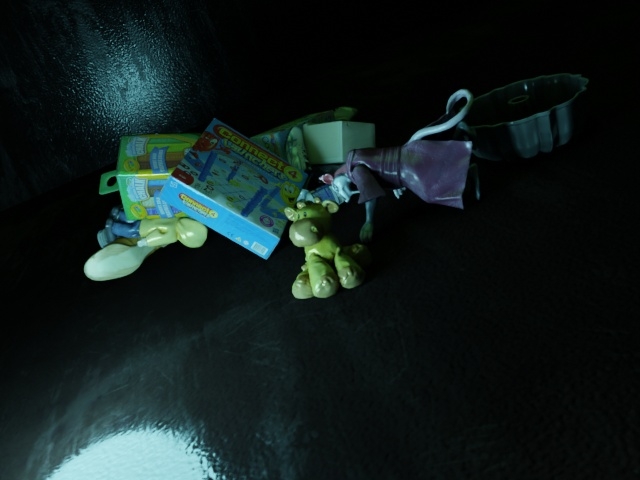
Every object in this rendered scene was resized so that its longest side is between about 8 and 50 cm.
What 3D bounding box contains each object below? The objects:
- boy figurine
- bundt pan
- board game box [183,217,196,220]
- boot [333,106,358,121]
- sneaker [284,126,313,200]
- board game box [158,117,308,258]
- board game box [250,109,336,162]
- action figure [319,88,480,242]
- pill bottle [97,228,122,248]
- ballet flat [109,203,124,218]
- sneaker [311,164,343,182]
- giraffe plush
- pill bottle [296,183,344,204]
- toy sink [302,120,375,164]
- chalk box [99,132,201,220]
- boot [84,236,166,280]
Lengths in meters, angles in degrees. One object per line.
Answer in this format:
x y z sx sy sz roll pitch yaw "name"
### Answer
-0.468 -0.042 1.777 0.285 0.092 0.177 5 40 -3 "boy figurine"
0.514 -0.302 1.539 0.331 0.124 0.331 -20 24 9 "bundt pan"
-0.417 -0.113 2.083 0.160 0.039 0.211 -28 24 -14 "board game box"
0.034 -0.464 2.393 0.213 0.077 0.165 -5 29 25 "boot"
-0.060 -0.233 1.837 0.086 0.237 0.085 -7 -16 20 "sneaker"
-0.213 -0.143 1.590 0.086 0.308 0.302 -52 12 39 "board game box"
-0.077 -0.329 2.064 0.142 0.144 0.275 2 24 45 "board game box"
0.175 -0.169 1.405 0.370 0.275 0.248 -2 33 11 "action figure"
-0.674 -0.019 2.063 0.137 0.078 0.078 -18 23 11 "pill bottle"
-0.669 -0.130 2.300 0.280 0.095 0.096 -32 33 3 "ballet flat"
0.033 -0.208 1.879 0.061 0.053 0.152 -21 19 -41 "sneaker"
0.000 0.000 1.288 0.181 0.170 0.210 -19 23 8 "giraffe plush"
-0.001 -0.110 1.661 0.120 0.067 0.067 -26 23 -8 "pill bottle"
0.035 -0.302 1.901 0.153 0.131 0.234 -6 6 -43 "toy sink"
-0.476 -0.181 1.721 0.289 0.179 0.180 -4 48 -10 "chalk box"
-0.603 0.030 1.886 0.295 0.104 0.211 -29 18 -27 "boot"
